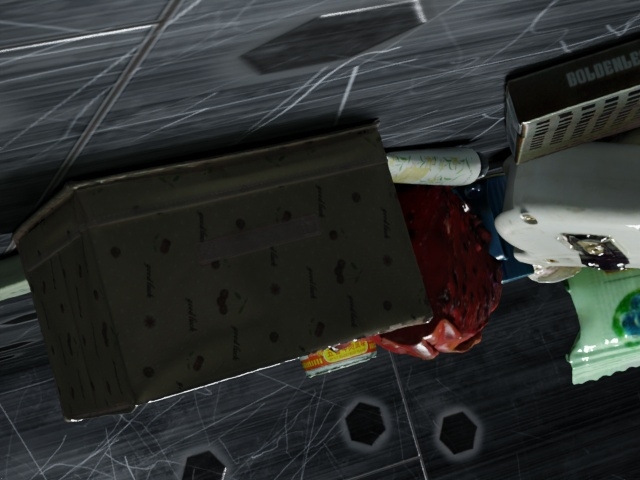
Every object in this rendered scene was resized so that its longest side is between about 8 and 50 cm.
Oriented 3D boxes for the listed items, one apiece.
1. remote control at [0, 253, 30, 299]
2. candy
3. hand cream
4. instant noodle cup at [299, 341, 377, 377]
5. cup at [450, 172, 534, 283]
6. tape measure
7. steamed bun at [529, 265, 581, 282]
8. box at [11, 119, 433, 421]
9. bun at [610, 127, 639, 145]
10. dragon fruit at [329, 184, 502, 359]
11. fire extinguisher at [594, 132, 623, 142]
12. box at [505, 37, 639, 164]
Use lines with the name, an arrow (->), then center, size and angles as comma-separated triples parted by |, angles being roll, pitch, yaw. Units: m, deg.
remote control -> -0.289, 0.028, 1.347 | 0.309, 0.038, 0.090 | -18, 175, 15
candy -> 0.548, 0.047, 2.402 | 0.263, 0.398, 0.172 | -8, 143, 4
hand cream -> 0.110, -0.079, 1.409 | 0.194, 0.042, 0.067 | -5, 170, -43
instant noodle cup -> 0.011, 0.118, 2.254 | 0.193, 0.212, 0.193 | -16, 175, -2
cup -> 0.240, -0.010, 1.903 | 0.131, 0.155, 0.176 | -17, 176, 7
tape measure -> 0.350, -0.037, 1.681 | 0.258, 0.130, 0.265 | 4, 166, 31
steamed bun -> 0.433, -0.025, 2.271 | 0.225, 0.170, 0.200 | -17, 171, -13
box -> -0.093, 0.032, 1.168 | 0.297, 0.190, 0.225 | -13, 176, -27
bun -> 0.449, -0.088, 1.855 | 0.231, 0.133, 0.231 | -17, 173, -2
dragon fruit -> 0.068, 0.092, 1.728 | 0.329, 0.228, 0.286 | -11, 154, 19
fire extinguisher -> 0.347, -0.137, 1.623 | 0.046, 0.032, 0.100 | 20, 172, 0
box -> 0.270, -0.135, 1.261 | 0.180, 0.047, 0.325 | -17, 176, 7
